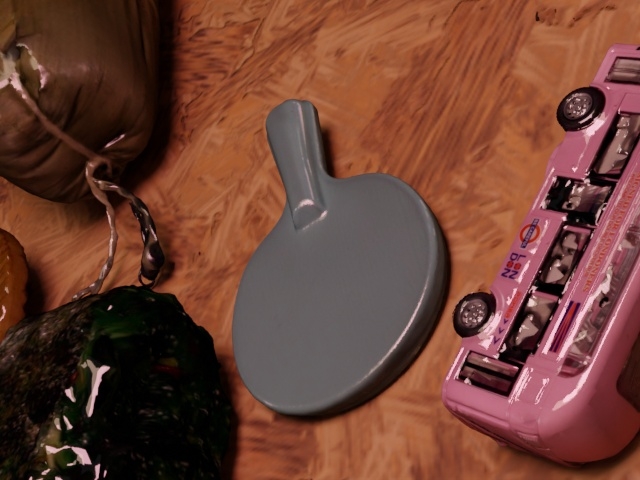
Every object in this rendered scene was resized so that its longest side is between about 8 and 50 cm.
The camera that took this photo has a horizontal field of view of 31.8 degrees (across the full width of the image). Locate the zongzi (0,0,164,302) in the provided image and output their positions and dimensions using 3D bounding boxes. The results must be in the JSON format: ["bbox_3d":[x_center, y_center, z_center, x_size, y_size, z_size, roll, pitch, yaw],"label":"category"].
[{"bbox_3d":[-0.171,-0.205,0.918,0.418,0.181,0.447,-51,40,-2],"label":"zongzi"}]

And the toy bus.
[{"bbox_3d":[0.134,0.004,0.521,0.090,0.063,0.203,15,72,47],"label":"toy bus"}]

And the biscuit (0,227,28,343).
[{"bbox_3d":[-0.286,0.078,0.890,0.188,0.027,0.188,-28,50,39],"label":"biscuit"}]

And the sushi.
[{"bbox_3d":[-0.125,0.128,0.626,0.127,0.124,0.225,-24,38,29],"label":"sushi"}]

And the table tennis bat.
[{"bbox_3d":[0.000,0.000,0.683,0.149,0.038,0.237,-35,44,21],"label":"table tennis bat"}]
